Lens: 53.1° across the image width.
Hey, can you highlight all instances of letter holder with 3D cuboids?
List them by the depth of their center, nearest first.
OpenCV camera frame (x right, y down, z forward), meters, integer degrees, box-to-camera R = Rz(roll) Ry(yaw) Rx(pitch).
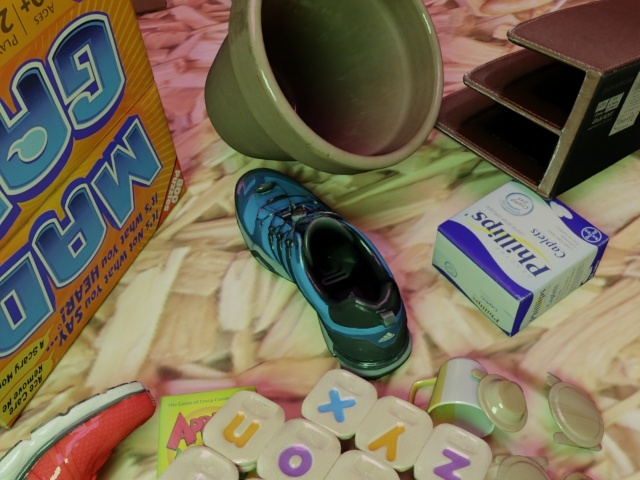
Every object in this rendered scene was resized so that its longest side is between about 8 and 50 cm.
[{"bbox_3d":[0.299,-0.207,0.784,0.302,0.151,0.214,-25,50,-34],"label":"letter holder"}]

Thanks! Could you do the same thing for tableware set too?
[{"bbox_3d":[0.202,0.187,0.566,0.141,0.020,0.168,21,47,-18],"label":"tableware set"}]

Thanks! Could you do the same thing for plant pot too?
[{"bbox_3d":[-0.026,-0.191,0.763,0.229,0.263,0.263,-10,34,52],"label":"plant pot"}]

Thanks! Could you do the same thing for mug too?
[{"bbox_3d":[0.128,0.145,0.615,0.078,0.062,0.064,14,45,4],"label":"mug"}]

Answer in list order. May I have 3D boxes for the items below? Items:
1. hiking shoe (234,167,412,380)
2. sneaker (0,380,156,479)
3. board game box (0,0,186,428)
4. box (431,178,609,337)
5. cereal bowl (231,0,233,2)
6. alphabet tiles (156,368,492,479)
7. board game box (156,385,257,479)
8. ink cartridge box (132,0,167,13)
[{"bbox_3d":[0.000,0.000,0.689,0.113,0.132,0.304,-29,56,-19],"label":"hiking shoe"},{"bbox_3d":[-0.236,0.244,0.548,0.118,0.107,0.279,40,65,8],"label":"sneaker"},{"bbox_3d":[-0.409,-0.096,0.644,0.357,0.356,0.356,17,54,16],"label":"board game box"},{"bbox_3d":[0.216,0.013,0.707,0.137,0.072,0.126,-31,56,-19],"label":"box"},{"bbox_3d":[0.002,-0.493,1.079,0.339,0.141,0.338,-1,52,1],"label":"cereal bowl"},{"bbox_3d":[0.013,0.228,0.505,0.284,0.021,0.278,23,42,20],"label":"alphabet tiles"},{"bbox_3d":[-0.097,0.226,0.571,0.092,0.043,0.181,-7,52,-2],"label":"board game box"},{"bbox_3d":[-0.390,-0.456,1.034,0.235,0.193,0.088,-18,51,-12],"label":"ink cartridge box"}]
